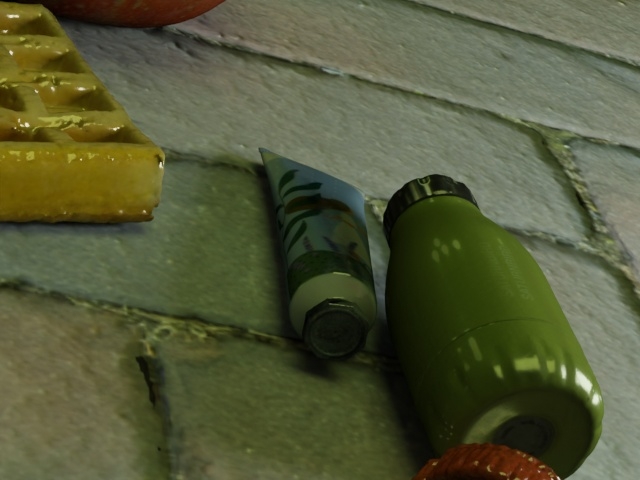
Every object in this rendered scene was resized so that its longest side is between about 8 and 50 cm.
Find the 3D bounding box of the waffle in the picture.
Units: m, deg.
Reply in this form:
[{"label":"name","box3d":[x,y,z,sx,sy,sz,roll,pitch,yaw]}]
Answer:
[{"label":"waffle","box3d":[-0.253,-0.099,1.211,0.221,0.055,0.248,0,36,-36]}]

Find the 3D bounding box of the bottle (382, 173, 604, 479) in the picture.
[{"label":"bottle","box3d":[0.100,0.050,1.156,0.112,0.112,0.260,12,30,-19]}]

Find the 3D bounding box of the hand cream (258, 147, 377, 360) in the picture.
[{"label":"hand cream","box3d":[0.000,0.000,1.236,0.091,0.058,0.271,20,23,-13]}]

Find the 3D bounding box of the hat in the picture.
[{"label":"hat","box3d":[0.077,0.190,0.950,0.112,0.094,0.162,20,45,15]}]

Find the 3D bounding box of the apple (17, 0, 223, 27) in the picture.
[{"label":"apple","box3d":[-0.176,-0.339,1.449,0.348,0.277,0.348,17,29,-10]}]
